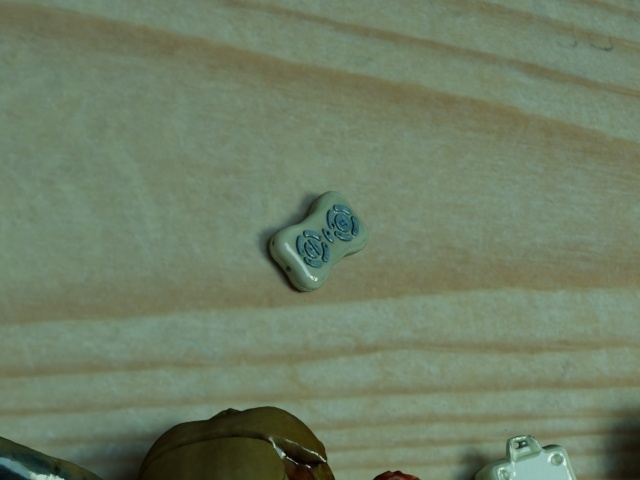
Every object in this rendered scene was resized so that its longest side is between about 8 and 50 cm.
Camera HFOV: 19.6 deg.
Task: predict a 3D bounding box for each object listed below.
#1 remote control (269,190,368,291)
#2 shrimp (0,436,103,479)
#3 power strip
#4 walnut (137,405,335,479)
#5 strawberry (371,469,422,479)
[{"bbox_3d":[0.000,0.000,1.946,0.074,0.032,0.122,53,47,-6],"label":"remote control"},{"bbox_3d":[-0.276,0.259,1.580,0.262,0.051,0.198,32,52,-27],"label":"shrimp"},{"bbox_3d":[0.255,0.368,1.930,0.098,0.058,0.338,-14,76,-18],"label":"power strip"},{"bbox_3d":[-0.074,0.262,1.642,0.203,0.203,0.298,22,32,-29],"label":"walnut"},{"bbox_3d":[0.104,0.352,1.552,0.257,0.261,0.261,26,46,16],"label":"strawberry"}]
